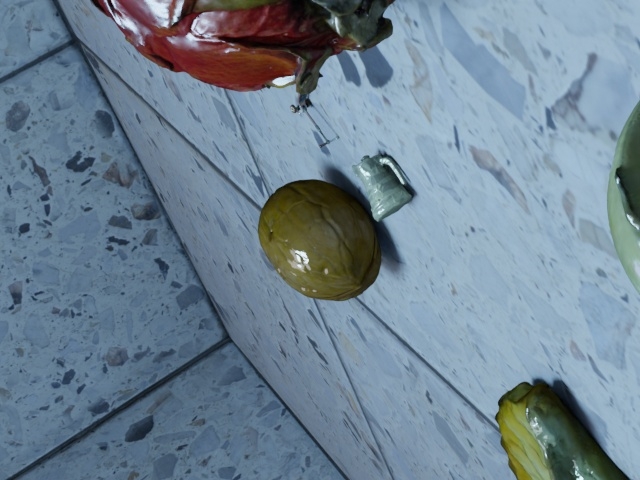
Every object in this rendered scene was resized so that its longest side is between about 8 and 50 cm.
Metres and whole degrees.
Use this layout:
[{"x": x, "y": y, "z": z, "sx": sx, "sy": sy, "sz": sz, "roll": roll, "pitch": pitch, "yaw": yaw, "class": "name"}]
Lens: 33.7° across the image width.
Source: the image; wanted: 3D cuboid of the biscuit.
[{"x": 0.321, "y": 0.313, "z": 1.321, "sx": 0.329, "sy": 0.078, "sz": 0.335, "roll": 45, "pitch": 162, "yaw": 52, "class": "biscuit"}]

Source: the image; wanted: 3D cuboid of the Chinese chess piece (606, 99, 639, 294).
[{"x": 0.247, "y": -0.025, "z": 0.555, "sx": 0.188, "sy": 0.188, "sz": 0.083, "roll": 49, "pitch": 177, "yaw": 32, "class": "Chinese chess piece"}]

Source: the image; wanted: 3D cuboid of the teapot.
[{"x": 0.078, "y": -0.075, "z": 1.356, "sx": 0.067, "sy": 0.057, "sz": 0.083, "roll": -41, "pitch": 75, "yaw": 39, "class": "teapot"}]

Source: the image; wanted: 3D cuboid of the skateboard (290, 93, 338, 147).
[{"x": -0.007, "y": -0.175, "z": 1.478, "sx": 0.083, "sy": 0.032, "sz": 0.064, "roll": 56, "pitch": 157, "yaw": 19, "class": "skateboard"}]

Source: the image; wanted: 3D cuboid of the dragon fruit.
[{"x": -0.087, "y": -0.279, "z": 1.002, "sx": 0.342, "sy": 0.277, "sz": 0.277, "roll": 24, "pitch": 145, "yaw": 50, "class": "dragon fruit"}]

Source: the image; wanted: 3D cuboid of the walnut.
[{"x": 0.000, "y": 0.000, "z": 1.570, "sx": 0.207, "sy": 0.167, "sz": 0.167, "roll": 47, "pitch": 163, "yaw": 30, "class": "walnut"}]
